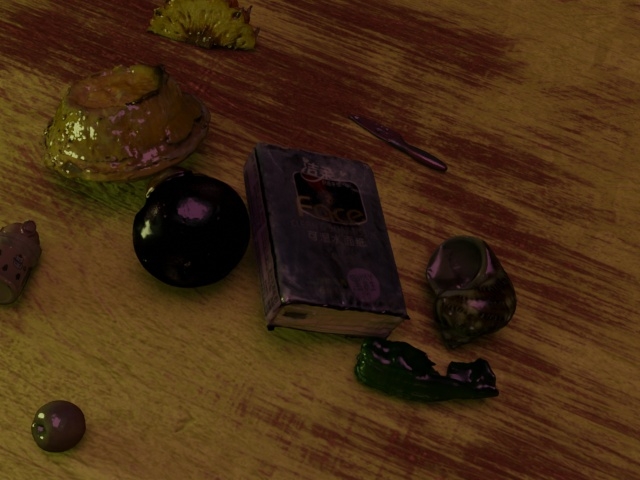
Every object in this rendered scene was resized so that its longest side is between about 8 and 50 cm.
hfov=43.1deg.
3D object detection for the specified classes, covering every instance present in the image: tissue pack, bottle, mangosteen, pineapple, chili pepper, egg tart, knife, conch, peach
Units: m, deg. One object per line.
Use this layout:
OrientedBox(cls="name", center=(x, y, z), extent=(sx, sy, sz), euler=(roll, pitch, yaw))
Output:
OrientedBox(cls="tissue pack", center=(0.000, 0.000, 1.474), extent=(0.259, 0.122, 0.361), euler=(11, 51, -28))
OrientedBox(cls="bottle", center=(-0.548, 0.031, 1.428), extent=(0.099, 0.099, 0.152), euler=(11, 47, -1))
OrientedBox(cls="mangosteen", center=(-0.237, -0.038, 1.457), extent=(0.211, 0.211, 0.250), euler=(-10, 45, -14))
OrientedBox(cls="pineapple", center=(-0.249, -0.536, 1.819), extent=(0.250, 0.140, 0.164), euler=(15, 55, 5))
OrientedBox(cls="chili pepper", center=(0.184, 0.232, 1.410), extent=(0.253, 0.083, 0.099), euler=(11, 47, -5))
OrientedBox(cls="egg tart", center=(-0.380, -0.242, 1.551), extent=(0.345, 0.132, 0.345), euler=(-5, 37, 4))
OrientedBox(cls="knife", center=(0.166, -0.215, 1.737), extent=(0.247, 0.018, 0.035), euler=(33, 61, 14))
OrientedBox(cls="conch", center=(0.268, 0.102, 1.486), extent=(0.187, 0.124, 0.181), euler=(29, 64, 38))
OrientedBox(cls="peach", center=(-0.412, 0.293, 1.280), extent=(0.083, 0.083, 0.083), euler=(4, 56, -6))
